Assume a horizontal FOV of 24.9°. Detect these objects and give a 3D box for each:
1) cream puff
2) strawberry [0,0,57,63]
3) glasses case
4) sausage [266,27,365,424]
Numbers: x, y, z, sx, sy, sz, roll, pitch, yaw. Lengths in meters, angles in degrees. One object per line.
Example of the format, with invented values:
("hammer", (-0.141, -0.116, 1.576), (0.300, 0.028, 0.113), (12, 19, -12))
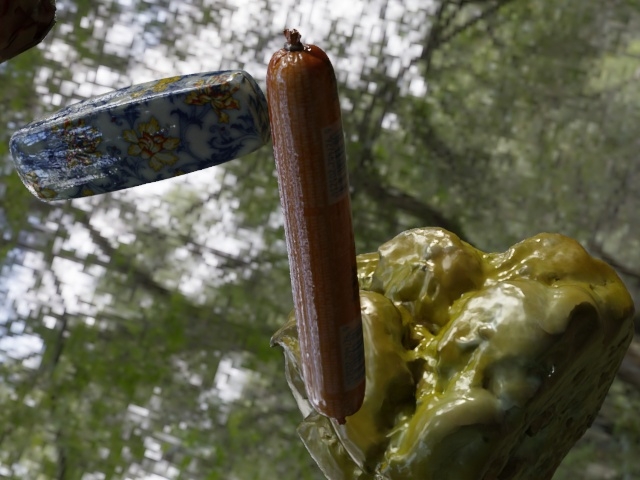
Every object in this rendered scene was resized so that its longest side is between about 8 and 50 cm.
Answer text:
("cream puff", (0.117, 0.112, 1.361), (0.324, 0.257, 0.291), (-49, -22, -9))
("strawberry", (-0.249, -0.199, 0.717), (0.288, 0.239, 0.250), (50, -158, -15))
("glasses case", (-0.164, -0.095, 1.306), (0.065, 0.248, 0.087), (-71, -36, -52))
("sausage", (0.000, 0.000, 1.106), (0.053, 0.053, 0.347), (-49, -39, -49))
